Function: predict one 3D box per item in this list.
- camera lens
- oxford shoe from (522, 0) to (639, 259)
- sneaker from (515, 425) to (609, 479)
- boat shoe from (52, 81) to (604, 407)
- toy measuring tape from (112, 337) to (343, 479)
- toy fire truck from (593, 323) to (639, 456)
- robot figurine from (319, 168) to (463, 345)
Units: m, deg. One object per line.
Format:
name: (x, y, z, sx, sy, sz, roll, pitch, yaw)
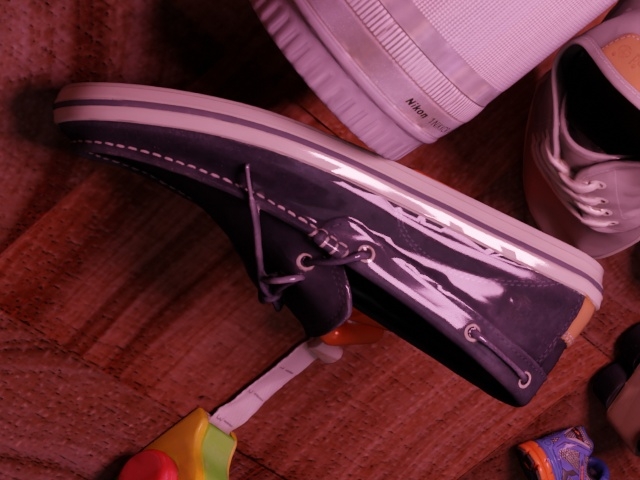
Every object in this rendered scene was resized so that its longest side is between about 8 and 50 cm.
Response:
camera lens: (0.104, -0.224, 1.527, 0.274, 0.219, 0.219, -38, 134, 13)
oxford shoe: (0.242, -0.086, 1.672, 0.130, 0.169, 0.449, -42, 171, -20)
sneaker: (0.296, 0.291, 2.184, 0.087, 0.083, 0.221, -30, 138, -3)
boat shoe: (0.000, 0.000, 1.621, 0.500, 0.187, 0.156, 24, 84, -12)
toy measuring tape: (-0.101, 0.226, 1.925, 0.330, 0.121, 0.121, -38, 134, 12)
toy fire truck: (0.462, 0.150, 2.092, 0.246, 0.158, 0.217, 0, 130, -39)
robot figurine: (0.066, 0.023, 1.802, 0.219, 0.128, 0.158, 18, 145, -35)
